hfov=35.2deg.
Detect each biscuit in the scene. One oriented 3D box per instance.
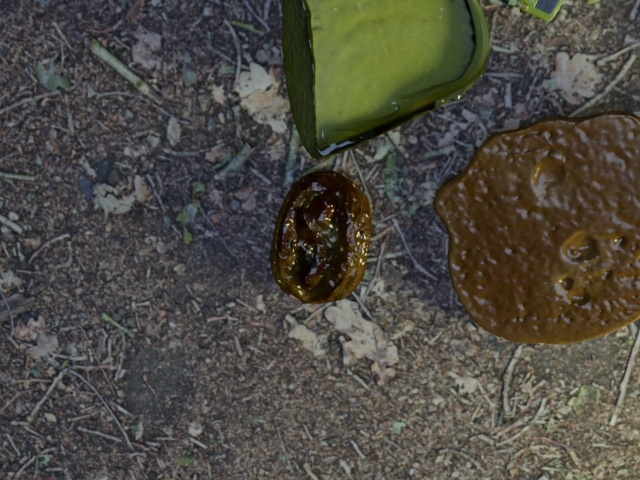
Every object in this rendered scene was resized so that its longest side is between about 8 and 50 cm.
[{"bbox_3d":[0.377,-0.013,1.593,0.385,0.062,0.365,-18,100,24],"label":"biscuit"}]

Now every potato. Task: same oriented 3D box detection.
[{"bbox_3d":[0.091,-0.302,1.529,0.280,0.213,0.330,-9,94,-8],"label":"potato"}]

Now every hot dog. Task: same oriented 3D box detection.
[{"bbox_3d":[0.003,0.000,1.656,0.161,0.099,0.226,6,103,6],"label":"hot dog"}]

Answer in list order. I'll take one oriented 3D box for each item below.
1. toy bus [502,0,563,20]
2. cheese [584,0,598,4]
[{"bbox_3d":[0.302,-0.376,1.474,0.101,0.175,0.088,23,107,-5],"label":"toy bus"},{"bbox_3d":[0.475,-0.457,1.488,0.235,0.050,0.127,-26,98,15],"label":"cheese"}]
